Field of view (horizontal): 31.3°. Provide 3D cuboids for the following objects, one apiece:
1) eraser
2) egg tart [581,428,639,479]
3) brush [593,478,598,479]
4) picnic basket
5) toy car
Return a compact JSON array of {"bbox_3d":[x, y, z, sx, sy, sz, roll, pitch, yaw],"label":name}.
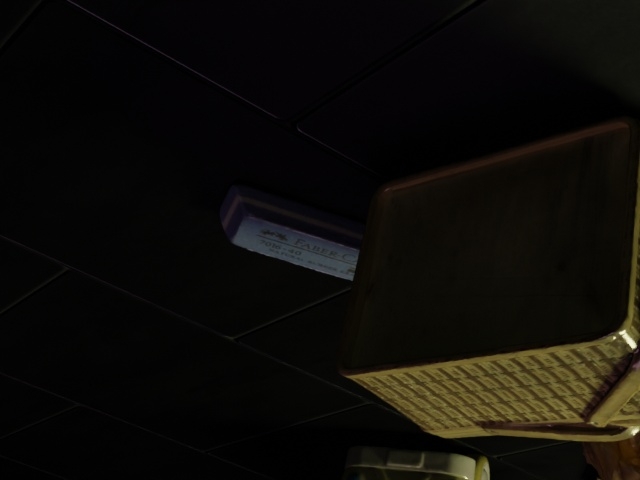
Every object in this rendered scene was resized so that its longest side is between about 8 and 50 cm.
[{"bbox_3d":[0.000,0.000,1.237,0.225,0.036,0.082,18,154,-11],"label":"eraser"},{"bbox_3d":[0.430,0.246,1.331,0.351,0.150,0.352,13,176,1],"label":"egg tart"},{"bbox_3d":[0.458,0.326,1.661,0.060,0.050,0.321,9,160,0],"label":"brush"},{"bbox_3d":[0.199,0.050,1.046,0.312,0.228,0.175,-14,141,41],"label":"picnic basket"},{"bbox_3d":[0.169,0.476,1.853,0.242,0.226,0.336,0,149,21],"label":"toy car"}]
